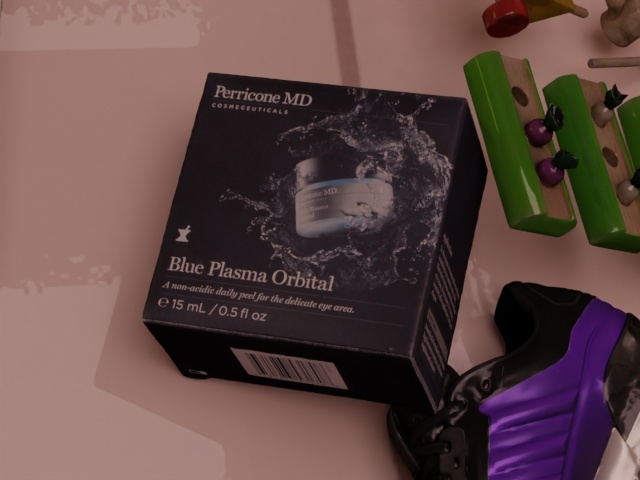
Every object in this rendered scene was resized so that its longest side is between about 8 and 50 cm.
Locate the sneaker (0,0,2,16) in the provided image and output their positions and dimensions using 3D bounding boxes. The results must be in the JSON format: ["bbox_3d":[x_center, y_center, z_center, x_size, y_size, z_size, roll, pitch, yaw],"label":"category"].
[{"bbox_3d":[-0.259,-0.123,1.077,0.161,0.102,0.282,4,72,-12],"label":"sneaker"}]

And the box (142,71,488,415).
[{"bbox_3d":[0.000,0.000,1.086,0.156,0.093,0.158,7,68,15],"label":"box"}]

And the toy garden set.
[{"bbox_3d":[0.189,-0.090,1.173,0.244,0.049,0.203,10,57,-40],"label":"toy garden set"}]

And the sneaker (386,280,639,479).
[{"bbox_3d":[0.094,0.148,1.103,0.146,0.102,0.293,29,63,-1],"label":"sneaker"}]
